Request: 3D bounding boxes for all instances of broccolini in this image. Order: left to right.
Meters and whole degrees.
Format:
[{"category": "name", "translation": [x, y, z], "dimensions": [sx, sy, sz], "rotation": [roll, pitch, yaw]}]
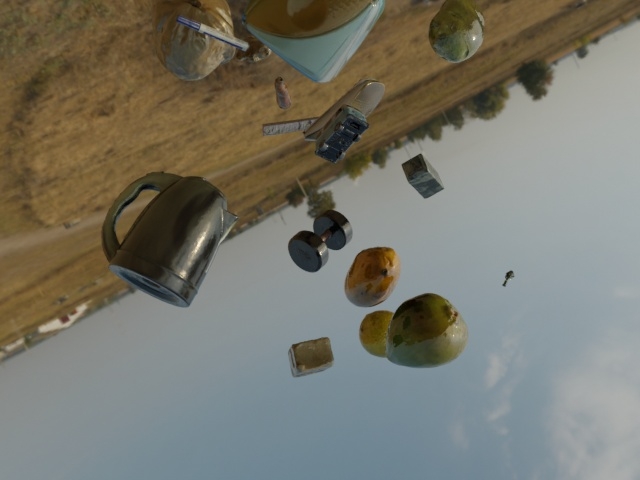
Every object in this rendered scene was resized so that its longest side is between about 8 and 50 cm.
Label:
[{"category": "broccolini", "translation": [0.790, 0.166, 2.281], "dimensions": [0.030, 0.035, 0.140], "rotation": [-29, -175, 36]}]

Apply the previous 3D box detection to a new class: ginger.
[{"category": "ginger", "translation": [-0.262, -0.817, 2.310], "dimensions": [0.213, 0.138, 0.074], "rotation": [1, 160, 23]}]

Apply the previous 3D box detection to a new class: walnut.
[{"category": "walnut", "translation": [-0.503, -0.825, 2.148], "dimensions": [0.381, 0.381, 0.381], "rotation": [-28, -175, 3]}]

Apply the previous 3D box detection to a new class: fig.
[{"category": "fig", "translation": [0.280, 0.247, 1.485], "dimensions": [0.230, 0.207, 0.207], "rotation": [-17, -169, 46]}]

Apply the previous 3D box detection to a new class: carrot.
[{"category": "carrot", "translation": [-0.138, -0.531, 1.960], "dimensions": [0.059, 0.059, 0.248], "rotation": [-28, 175, -1]}]

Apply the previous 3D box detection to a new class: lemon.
[{"category": "lemon", "translation": [0.241, 0.350, 2.026], "dimensions": [0.203, 0.178, 0.178], "rotation": [13, 173, -16]}]

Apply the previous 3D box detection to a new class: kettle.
[{"category": "kettle", "translation": [-0.402, -0.035, 1.412], "dimensions": [0.228, 0.320, 0.324], "rotation": [91, 23, -67]}]

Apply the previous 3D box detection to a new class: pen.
[{"category": "pen", "translation": [-0.285, -0.549, 1.437], "dimensions": [0.204, 0.025, 0.025], "rotation": [12, 161, -32]}]

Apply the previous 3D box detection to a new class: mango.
[{"category": "mango", "translation": [0.151, 0.115, 1.649], "dimensions": [0.359, 0.144, 0.187], "rotation": [120, -6, -70]}]

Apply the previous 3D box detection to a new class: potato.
[{"category": "potato", "translation": [0.390, -0.604, 1.547], "dimensions": [0.143, 0.169, 0.248], "rotation": [-2, -138, 26]}]

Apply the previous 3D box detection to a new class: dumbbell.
[{"category": "dumbbell", "translation": [0.000, 0.000, 1.955], "dimensions": [0.152, 0.152, 0.218], "rotation": [-23, -167, 47]}]

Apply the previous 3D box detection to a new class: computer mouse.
[{"category": "computer mouse", "translation": [0.060, -0.317, 1.374], "dimensions": [0.245, 0.056, 0.126], "rotation": [-34, 169, 33]}]

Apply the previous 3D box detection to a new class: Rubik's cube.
[{"category": "Rubik's cube", "translation": [-0.013, -0.763, 1.813], "dimensions": [0.352, 0.347, 0.351], "rotation": [-52, -177, 19]}]

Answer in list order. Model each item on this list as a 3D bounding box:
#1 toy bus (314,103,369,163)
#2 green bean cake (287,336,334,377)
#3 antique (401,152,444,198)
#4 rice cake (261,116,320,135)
[{"category": "toy bus", "translation": [0.042, -0.230, 1.140], "dimensions": [0.123, 0.060, 0.075], "rotation": [-43, -141, 38]}, {"category": "green bean cake", "translation": [-0.029, 0.329, 1.522], "dimensions": [0.109, 0.085, 0.179], "rotation": [-11, 164, -10]}, {"category": "antique", "translation": [0.375, -0.238, 1.998], "dimensions": [0.088, 0.086, 0.183], "rotation": [-28, 148, 21]}, {"category": "rice cake", "translation": [-0.112, -0.499, 2.351], "dimensions": [0.297, 0.050, 0.106], "rotation": [-11, -164, -11]}]
